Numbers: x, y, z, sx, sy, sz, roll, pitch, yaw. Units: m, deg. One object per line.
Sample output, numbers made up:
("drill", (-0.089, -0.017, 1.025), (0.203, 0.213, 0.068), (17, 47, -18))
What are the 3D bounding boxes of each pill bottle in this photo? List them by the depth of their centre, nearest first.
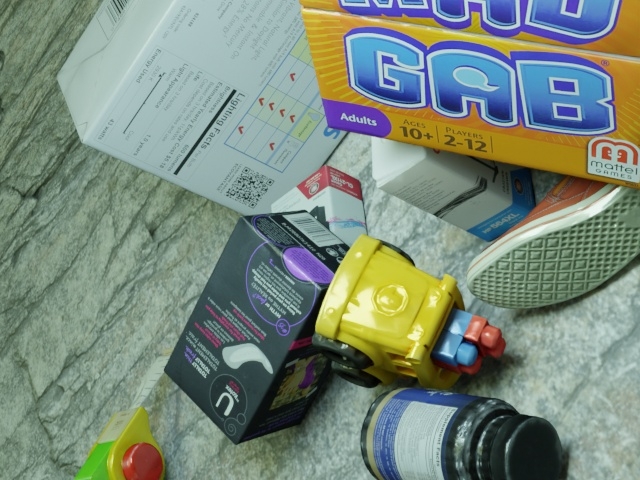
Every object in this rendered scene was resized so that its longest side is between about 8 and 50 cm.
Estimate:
("pill bottle", (0.158, 0.235, 1.311), (0.219, 0.123, 0.122), (-1, 70, 50))

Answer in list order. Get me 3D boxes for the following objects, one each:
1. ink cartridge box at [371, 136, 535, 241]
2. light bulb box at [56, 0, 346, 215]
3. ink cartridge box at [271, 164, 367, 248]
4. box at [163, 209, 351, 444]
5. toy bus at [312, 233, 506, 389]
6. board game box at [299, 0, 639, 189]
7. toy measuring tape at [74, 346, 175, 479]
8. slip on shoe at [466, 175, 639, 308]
("ink cartridge box", (0.163, -0.107, 1.424), (0.086, 0.203, 0.148), (-29, 50, 39))
("light bulb box", (-0.140, -0.265, 1.749), (0.358, 0.361, 0.225), (-52, 37, 17))
("ink cartridge box", (0.000, 0.000, 1.673), (0.127, 0.072, 0.175), (-35, 46, 34))
("box", (-0.066, 0.113, 1.557), (0.165, 0.143, 0.270), (42, 117, 26))
("toy bus", (0.120, 0.113, 1.401), (0.212, 0.220, 0.149), (18, 71, 21))
("board game box", (0.206, -0.326, 1.181), (0.356, 0.356, 0.356), (13, 56, 21))
("toy measuring tape", (-0.275, 0.312, 1.814), (0.121, 0.121, 0.330), (-26, 23, 41))
("slip on shoe", (0.303, -0.031, 1.295), (0.331, 0.123, 0.101), (-39, 31, 26))
